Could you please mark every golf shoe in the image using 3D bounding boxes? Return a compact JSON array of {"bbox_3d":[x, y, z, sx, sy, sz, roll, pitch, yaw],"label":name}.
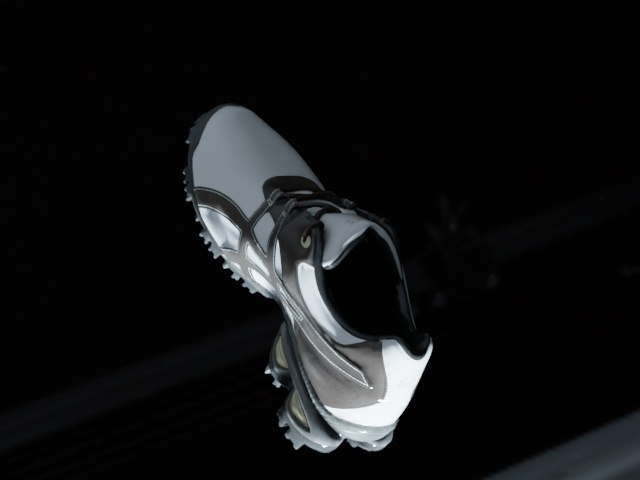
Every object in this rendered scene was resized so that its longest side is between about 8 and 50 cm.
[{"bbox_3d":[0.000,0.000,0.636,0.077,0.094,0.198,-8,-121,-37],"label":"golf shoe"}]
